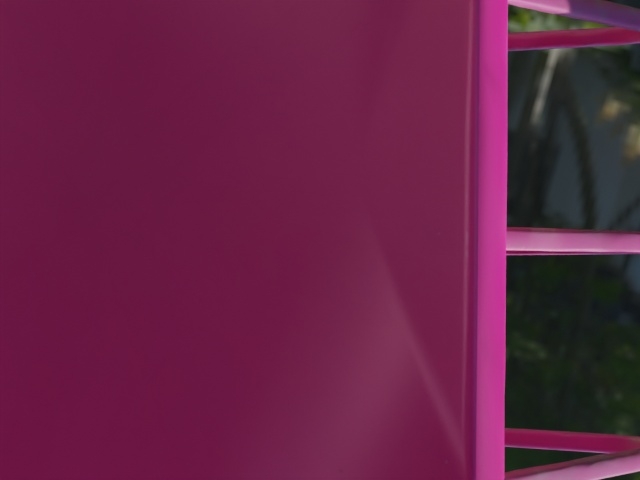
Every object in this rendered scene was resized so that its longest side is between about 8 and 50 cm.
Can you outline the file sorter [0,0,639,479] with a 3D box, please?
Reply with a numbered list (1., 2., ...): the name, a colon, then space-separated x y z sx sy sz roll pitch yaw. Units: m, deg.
1. file sorter: 0.000 0.000 0.616 0.202 0.291 0.182 0 179 32
